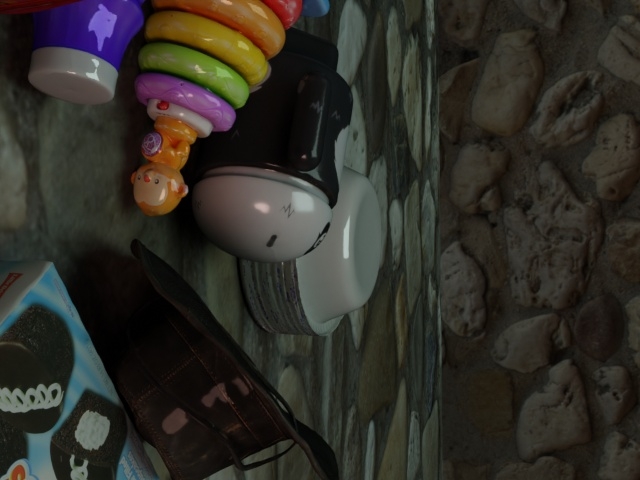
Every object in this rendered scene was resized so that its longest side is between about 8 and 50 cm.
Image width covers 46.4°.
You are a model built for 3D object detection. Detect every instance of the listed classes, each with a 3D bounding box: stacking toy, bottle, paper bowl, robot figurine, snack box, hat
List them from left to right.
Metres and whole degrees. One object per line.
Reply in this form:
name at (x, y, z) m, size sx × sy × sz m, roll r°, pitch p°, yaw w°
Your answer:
snack box at (-0.221, 0.197, 0.590) m, size 0.187 × 0.060 × 0.322 m, roll -66°, pitch 152°, yaw -48°
bottle at (-0.183, -0.256, 0.616) m, size 0.118 × 0.092 × 0.283 m, roll 34°, pitch 60°, yaw -68°
stacking toy at (-0.126, -0.168, 0.755) m, size 0.302 × 0.175 × 0.166 m, roll -71°, pitch 158°, yaw -8°
hat at (-0.118, 0.156, 0.727) m, size 0.134 × 0.331 × 0.331 m, roll -42°, pitch 147°, yaw -9°
robot figurine at (-0.052, -0.111, 0.885) m, size 0.209 × 0.173 × 0.278 m, roll 50°, pitch 47°, yaw -65°
paper bowl at (0.000, 0.000, 1.102) m, size 0.284 × 0.148 × 0.284 m, roll 3°, pitch 90°, yaw -71°

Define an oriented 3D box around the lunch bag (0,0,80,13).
lunch bag at (-0.149, -0.204, 0.415) m, size 0.258 × 0.293 × 0.120 m, roll -22°, pitch 107°, yaw -69°
